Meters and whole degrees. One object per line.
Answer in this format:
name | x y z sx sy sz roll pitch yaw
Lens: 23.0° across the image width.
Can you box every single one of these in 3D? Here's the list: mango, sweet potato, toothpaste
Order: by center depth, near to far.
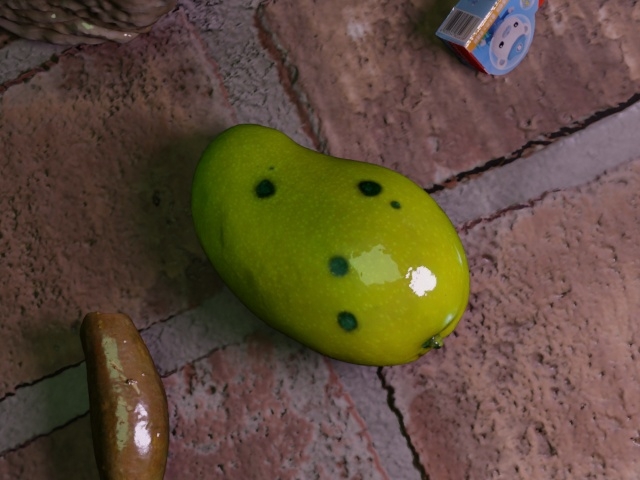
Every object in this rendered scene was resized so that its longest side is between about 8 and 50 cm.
mango | 0.000 0.000 1.387 0.293 0.143 0.175 34 83 26
sweet potato | -0.166 0.182 1.411 0.077 0.077 0.243 -12 81 8
toothpaste | 0.191 -0.242 1.453 0.193 0.070 0.044 -54 44 -5

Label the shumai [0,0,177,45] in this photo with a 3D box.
shumai | -0.212 -0.348 1.458 0.314 0.267 0.262 -4 56 48
